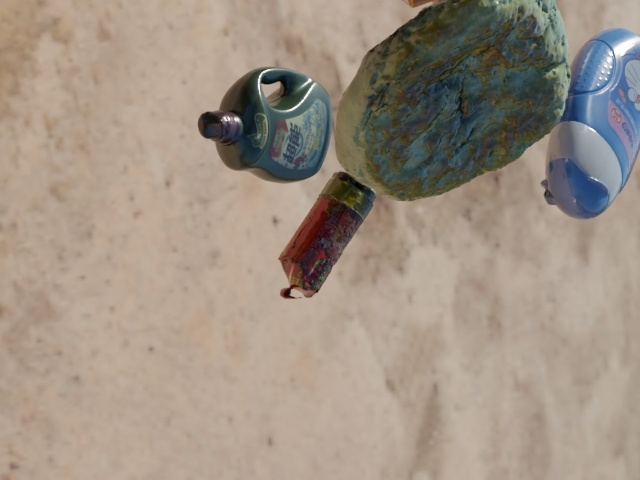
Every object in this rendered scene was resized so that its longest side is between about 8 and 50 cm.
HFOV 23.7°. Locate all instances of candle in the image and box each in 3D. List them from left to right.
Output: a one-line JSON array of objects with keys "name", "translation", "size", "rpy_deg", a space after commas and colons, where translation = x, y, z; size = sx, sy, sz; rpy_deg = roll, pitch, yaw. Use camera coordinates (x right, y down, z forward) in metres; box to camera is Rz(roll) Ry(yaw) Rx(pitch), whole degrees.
[{"name": "candle", "translation": [0.000, 0.000, 1.429], "size": [0.131, 0.052, 0.052], "rpy_deg": [-57, 138, -14]}]

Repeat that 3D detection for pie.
[{"name": "pie", "translation": [0.117, -0.122, 1.266], "size": [0.054, 0.240, 0.240], "rpy_deg": [53, 13, 32]}]

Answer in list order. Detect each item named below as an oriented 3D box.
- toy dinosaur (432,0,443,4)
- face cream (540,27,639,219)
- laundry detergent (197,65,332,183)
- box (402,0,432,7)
[{"name": "toy dinosaur", "translation": [0.151, -0.320, 1.772], "size": [0.152, 0.194, 0.177], "rpy_deg": [-14, 118, -25]}, {"name": "face cream", "translation": [0.324, -0.133, 1.789], "size": [0.149, 0.083, 0.264], "rpy_deg": [55, 45, -31]}, {"name": "laundry detergent", "translation": [-0.074, -0.148, 1.896], "size": [0.221, 0.078, 0.144], "rpy_deg": [7, 93, -55]}, {"name": "box", "translation": [0.154, -0.348, 1.547], "size": [0.221, 0.273, 0.091], "rpy_deg": [47, -27, 49]}]
